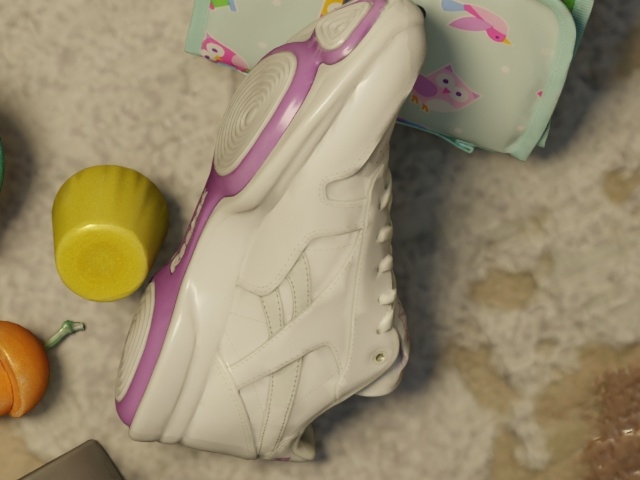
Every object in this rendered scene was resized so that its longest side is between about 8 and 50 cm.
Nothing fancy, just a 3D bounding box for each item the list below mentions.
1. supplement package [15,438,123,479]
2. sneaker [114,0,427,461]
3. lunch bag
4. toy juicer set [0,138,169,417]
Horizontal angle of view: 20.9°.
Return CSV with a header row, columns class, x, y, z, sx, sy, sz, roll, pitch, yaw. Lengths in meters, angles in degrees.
class,x,y,z,sx,sy,sz,roll,pitch,yaw
supplement package,-0.172,0.235,0.909,0.177,0.293,0.175,-32,88,2
sneaker,0.000,0.000,0.964,0.152,0.114,0.305,20,120,-15
lunch bag,0.054,-0.191,0.965,0.223,0.160,0.262,17,106,-1
toy juicer set,-0.270,-0.017,0.997,0.329,0.089,0.209,30,113,-16
